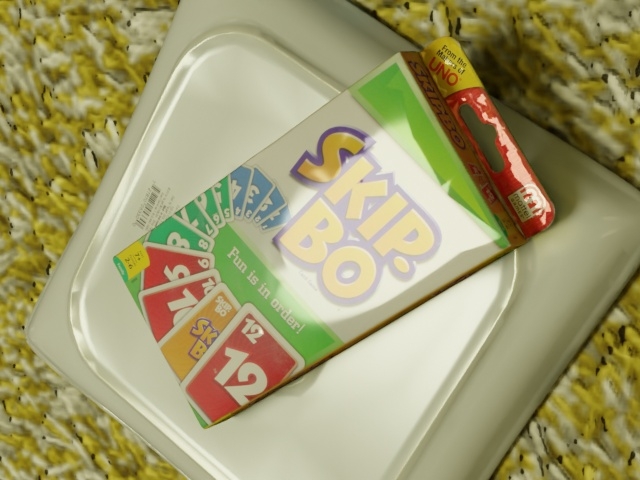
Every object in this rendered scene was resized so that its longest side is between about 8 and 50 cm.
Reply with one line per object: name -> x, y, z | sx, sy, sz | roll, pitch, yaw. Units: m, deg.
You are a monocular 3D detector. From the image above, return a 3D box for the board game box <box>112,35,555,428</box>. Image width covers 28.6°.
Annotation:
board game box -> 0.000, 0.000, 0.730 | 0.259, 0.039, 0.124 | -33, 81, 25

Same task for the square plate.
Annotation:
square plate -> -0.022, 0.031, 0.792 | 0.344, 0.049, 0.347 | 37, 112, 19
